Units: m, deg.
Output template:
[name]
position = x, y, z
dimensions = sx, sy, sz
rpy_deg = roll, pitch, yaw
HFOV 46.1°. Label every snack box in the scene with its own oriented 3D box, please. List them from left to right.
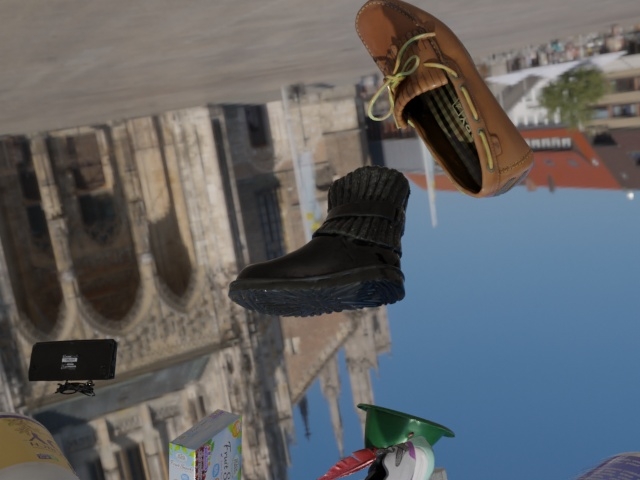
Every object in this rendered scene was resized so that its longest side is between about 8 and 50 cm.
[snack box]
position = -0.232, 0.476, 1.535
dimensions = 0.070, 0.207, 0.174
rpy_deg = 10, -166, 24

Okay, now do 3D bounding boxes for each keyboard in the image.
[keyboard]
position = -0.438, 0.229, 1.343
dimensions = 0.192, 0.100, 0.038
rpy_deg = -5, 159, 25

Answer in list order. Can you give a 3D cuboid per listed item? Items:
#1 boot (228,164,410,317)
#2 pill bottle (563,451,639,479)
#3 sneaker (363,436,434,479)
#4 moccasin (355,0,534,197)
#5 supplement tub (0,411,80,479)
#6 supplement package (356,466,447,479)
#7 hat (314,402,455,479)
[boot]
position = 0.002, 0.002, 1.424
dimensions = 0.347, 0.260, 0.131
rpy_deg = -6, 149, 12
[pill bottle]
position = 0.234, 0.253, 0.581
dimensions = 0.272, 0.153, 0.152
rpy_deg = -7, -174, -43
[sneaker]
position = 0.061, 0.219, 0.655
dimensions = 0.069, 0.098, 0.038
rpy_deg = -7, -163, -16
[moccasin]
position = 0.165, -0.222, 1.161
dimensions = 0.147, 0.380, 0.139
rpy_deg = -18, 164, -39
[supplement tub]
position = -0.548, 0.471, 1.332
dimensions = 0.241, 0.241, 0.331
rpy_deg = -16, -159, -31
[supplement package]
position = 0.194, 0.669, 1.908
dimensions = 0.203, 0.149, 0.194
rpy_deg = 0, 164, -39
[hat]
position = 0.114, 0.397, 1.320
dimensions = 0.208, 0.184, 0.173
rpy_deg = 7, 160, 33
